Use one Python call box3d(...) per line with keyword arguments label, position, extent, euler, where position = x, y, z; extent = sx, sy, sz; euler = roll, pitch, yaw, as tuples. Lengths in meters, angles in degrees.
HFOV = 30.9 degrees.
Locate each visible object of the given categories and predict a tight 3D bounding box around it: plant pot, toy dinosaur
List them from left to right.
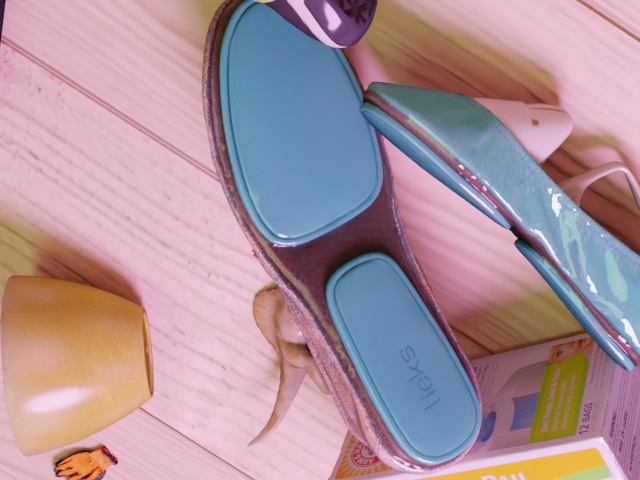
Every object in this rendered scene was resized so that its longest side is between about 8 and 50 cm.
box3d(label="plant pot", position=(-0.175, 0.088, 0.863), extent=(0.095, 0.134, 0.134), euler=(-6, 124, -4))
box3d(label="toy dinosaur", position=(-0.012, 0.075, 0.836), extent=(0.093, 0.053, 0.183), euler=(16, 121, 30))

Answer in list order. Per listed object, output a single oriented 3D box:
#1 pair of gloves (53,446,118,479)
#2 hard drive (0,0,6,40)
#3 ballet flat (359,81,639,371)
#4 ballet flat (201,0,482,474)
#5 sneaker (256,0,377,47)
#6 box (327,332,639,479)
box3d(label="pair of gloves", position=(-0.194, 0.218, 1.020), extent=(0.074, 0.010, 0.083), euler=(-22, 114, 32))
box3d(label="hard drive", position=(-0.323, -0.185, 0.763), extent=(0.255, 0.054, 0.172), euler=(23, 128, 5))
box3d(label="ballet flat", position=(0.133, -0.029, 0.687), extent=(0.247, 0.083, 0.087), euler=(43, 91, -13))
box3d(label="ballet flat", position=(0.000, 0.000, 0.725), extent=(0.315, 0.108, 0.106), euler=(70, 164, -4))
box3d(label="sneaker", position=(-0.068, -0.188, 0.653), extent=(0.234, 0.084, 0.097), euler=(46, 131, -2))
box3d(label="box", position=(0.122, 0.150, 0.784), extent=(0.203, 0.114, 0.103), euler=(-17, 116, 31))
